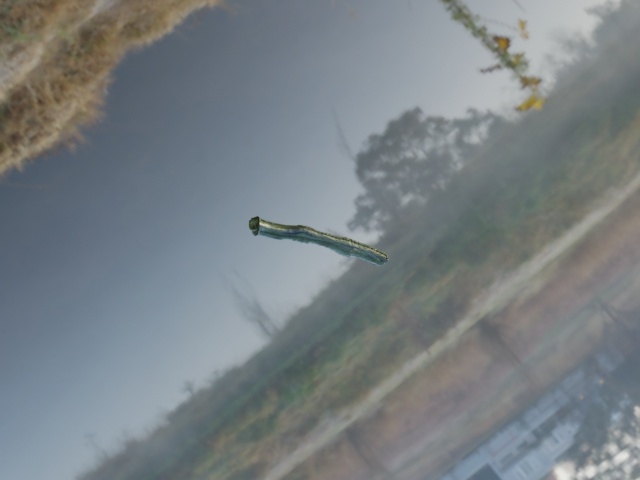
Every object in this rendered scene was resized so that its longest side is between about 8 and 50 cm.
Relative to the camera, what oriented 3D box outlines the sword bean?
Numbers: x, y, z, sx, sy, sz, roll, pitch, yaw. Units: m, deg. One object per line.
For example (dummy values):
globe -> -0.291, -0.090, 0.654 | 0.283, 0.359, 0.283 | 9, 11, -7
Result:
sword bean -> 0.000, 0.000, 0.519 | 0.083, 0.012, 0.012 | 14, 137, -28
